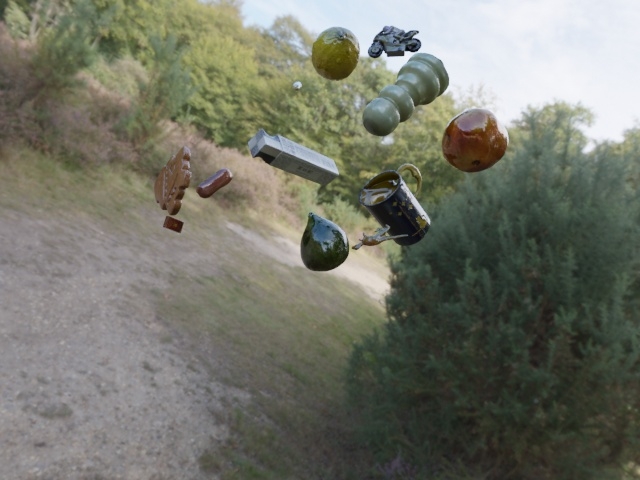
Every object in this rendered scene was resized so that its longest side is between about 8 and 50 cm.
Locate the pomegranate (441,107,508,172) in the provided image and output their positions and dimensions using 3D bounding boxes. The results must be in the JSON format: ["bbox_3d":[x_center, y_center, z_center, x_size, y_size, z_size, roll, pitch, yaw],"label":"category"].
[{"bbox_3d":[0.499,-0.320,1.643,0.209,0.209,0.209,32,5,-3],"label":"pomegranate"}]

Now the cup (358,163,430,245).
[{"bbox_3d":[0.318,-0.140,1.916,0.256,0.255,0.178,46,5,-32],"label":"cup"}]

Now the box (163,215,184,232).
[{"bbox_3d":[-0.615,-0.066,2.136,0.023,0.051,0.082,8,-12,39],"label":"box"}]

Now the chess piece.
[{"bbox_3d":[0.280,-0.489,1.772,0.182,0.330,0.182,39,-19,17],"label":"chess piece"}]

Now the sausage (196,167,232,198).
[{"bbox_3d":[-0.488,-0.263,2.348,0.077,0.194,0.077,37,-27,23],"label":"sausage"}]

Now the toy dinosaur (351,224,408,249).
[{"bbox_3d":[0.190,0.002,1.678,0.162,0.126,0.039,22,-29,50],"label":"toy dinosaur"}]

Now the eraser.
[{"bbox_3d":[-0.103,-0.332,2.091,0.404,0.096,0.098,15,46,-42],"label":"eraser"}]

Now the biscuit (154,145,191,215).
[{"bbox_3d":[-0.618,-0.235,2.087,0.043,0.283,0.306,14,-11,-40],"label":"biscuit"}]

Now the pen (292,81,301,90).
[{"bbox_3d":[-0.095,-0.596,1.983,0.032,0.040,0.233,48,14,-14],"label":"pen"}]

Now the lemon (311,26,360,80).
[{"bbox_3d":[0.059,-0.735,2.005,0.192,0.192,0.231,32,-22,4],"label":"lemon"}]

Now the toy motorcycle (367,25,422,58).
[{"bbox_3d":[0.305,-0.838,2.133,0.225,0.152,0.073,-7,-19,8],"label":"toy motorcycle"}]

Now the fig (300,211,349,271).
[{"bbox_3d":[0.000,0.000,1.932,0.244,0.195,0.195,64,10,8],"label":"fig"}]
